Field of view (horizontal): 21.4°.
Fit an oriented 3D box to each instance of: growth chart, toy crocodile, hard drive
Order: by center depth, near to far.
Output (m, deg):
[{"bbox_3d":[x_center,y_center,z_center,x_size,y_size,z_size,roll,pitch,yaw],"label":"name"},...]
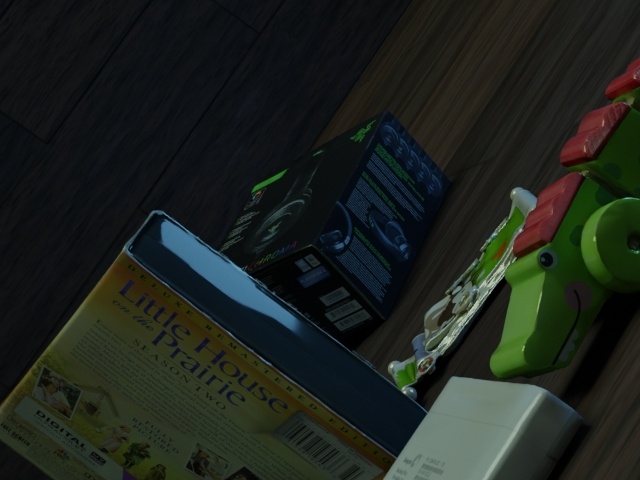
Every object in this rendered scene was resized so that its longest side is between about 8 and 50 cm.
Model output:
[{"bbox_3d":[0.038,0.255,1.176,0.353,0.047,0.233,-55,7,-8],"label":"hard drive"},{"bbox_3d":[0.213,-0.049,1.201,0.340,0.105,0.115,-57,7,-14],"label":"toy crocodile"},{"bbox_3d":[0.138,0.048,1.595,0.237,0.021,0.172,-54,6,-2],"label":"growth chart"}]

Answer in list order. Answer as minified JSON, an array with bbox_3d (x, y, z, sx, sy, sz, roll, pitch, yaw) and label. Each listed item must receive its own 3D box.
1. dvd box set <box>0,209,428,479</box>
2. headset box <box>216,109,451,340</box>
[{"bbox_3d":[-0.116,0.169,1.547,0.062,0.307,0.420,-57,7,-37],"label":"dvd box set"},{"bbox_3d":[0.000,0.000,2.054,0.246,0.131,0.283,-26,24,41],"label":"headset box"}]
